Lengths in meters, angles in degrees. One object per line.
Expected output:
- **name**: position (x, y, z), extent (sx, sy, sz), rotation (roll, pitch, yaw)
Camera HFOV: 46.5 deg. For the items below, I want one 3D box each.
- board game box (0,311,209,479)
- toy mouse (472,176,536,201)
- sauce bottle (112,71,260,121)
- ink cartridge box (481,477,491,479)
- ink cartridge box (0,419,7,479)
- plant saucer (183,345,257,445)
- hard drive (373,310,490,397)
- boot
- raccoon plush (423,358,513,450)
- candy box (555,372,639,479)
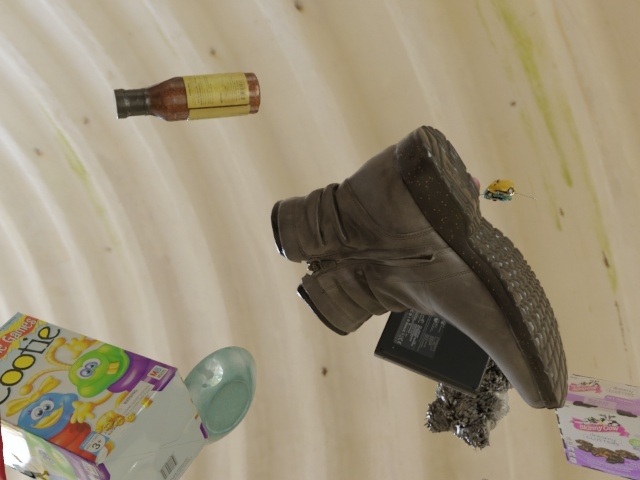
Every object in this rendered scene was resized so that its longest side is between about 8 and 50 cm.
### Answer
- **board game box**: position (-0.302, 0.213, 0.913), extent (0.275, 0.142, 0.144), rotation (12, -136, 28)
- **toy mouse**: position (0.349, -0.110, 1.570), extent (0.143, 0.161, 0.031), rotation (167, -66, -74)
- **sauce bottle**: position (-0.119, -0.128, 0.668), extent (0.042, 0.128, 0.042), rotation (173, -90, -70)
- **ink cartridge box**: position (0.365, 0.532, 1.189), extent (0.283, 0.117, 0.207), rotation (11, -87, 25)
- **ink cartridge box**: position (-0.373, 0.021, 0.359), extent (0.279, 0.384, 0.160), rotation (-23, -146, -12)
- **plant saucer**: position (-0.169, 0.277, 1.279), extent (0.037, 0.195, 0.195), rotation (25, -102, 36)
- **hard drive**: position (0.146, 0.126, 0.929), extent (0.135, 0.022, 0.094), rotation (21, -110, 13)
- **boot**: position (0.109, 0.060, 0.825), extent (0.223, 0.338, 0.118), rotation (-29, -178, 28)
- **raccoon plush**: position (0.291, 0.235, 1.628), extent (0.299, 0.446, 0.216), rotation (-51, -156, -23)
- **candy box**: position (0.527, 0.343, 1.363), extent (0.165, 0.196, 0.070), rotation (6, -137, 37)
